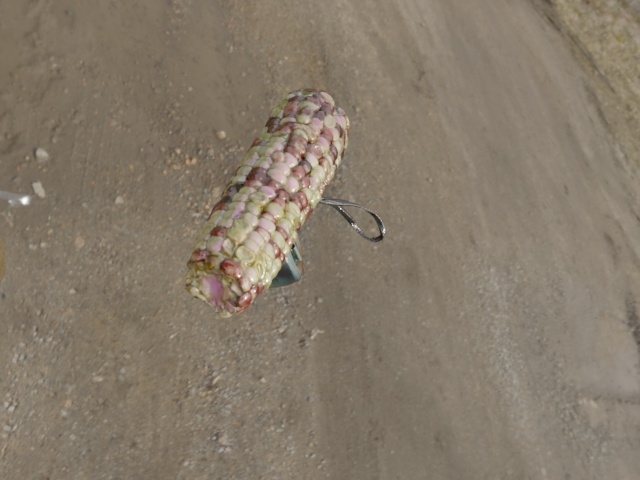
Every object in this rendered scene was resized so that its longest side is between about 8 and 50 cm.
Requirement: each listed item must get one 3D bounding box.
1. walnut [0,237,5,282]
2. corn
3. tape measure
[{"bbox_3d":[-0.297,0.012,0.361,0.141,0.204,0.238,37,28,-10],"label":"walnut"},{"bbox_3d":[-0.046,-0.053,0.535,0.092,0.092,0.280,37,49,-12],"label":"corn"},{"bbox_3d":[0.001,-0.003,0.655,0.180,0.104,0.107,-5,54,-5],"label":"tape measure"}]
